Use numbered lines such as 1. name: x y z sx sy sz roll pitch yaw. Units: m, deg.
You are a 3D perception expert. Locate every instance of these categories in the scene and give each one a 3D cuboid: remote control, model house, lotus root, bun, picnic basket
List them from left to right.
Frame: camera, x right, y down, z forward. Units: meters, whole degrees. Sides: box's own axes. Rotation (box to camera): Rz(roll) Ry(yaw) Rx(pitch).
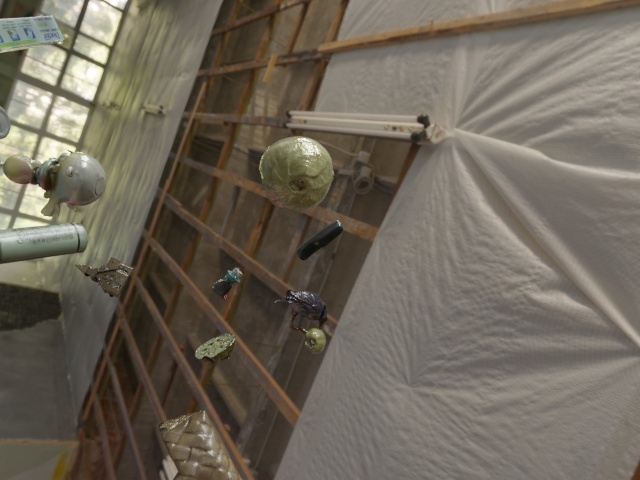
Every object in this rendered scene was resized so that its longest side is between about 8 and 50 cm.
1. model house: -1.091 0.157 2.251 0.180 0.248 0.176 -25 -140 63
2. picnic basket: -0.399 0.683 1.266 0.293 0.336 0.338 123 -27 -64
3. lotus root: -0.493 0.533 2.166 0.183 0.203 0.078 5 -59 54
4. bun: -0.111 -0.286 2.080 0.364 0.364 0.202 -53 -156 25
5. lotus root: -0.018 0.368 1.659 0.183 0.077 0.091 84 9 -78
6. remote control: 0.000 0.000 1.812 0.222 0.072 0.042 -37 -132 -3

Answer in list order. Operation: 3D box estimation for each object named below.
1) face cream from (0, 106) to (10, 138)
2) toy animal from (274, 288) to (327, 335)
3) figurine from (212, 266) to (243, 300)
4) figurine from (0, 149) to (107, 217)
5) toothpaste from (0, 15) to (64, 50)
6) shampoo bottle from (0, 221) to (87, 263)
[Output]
1. face cream: -1.057 -0.346 1.317 0.101 0.251 0.101 0 90 -87
2. toy animal: -0.069 0.296 1.905 0.122 0.298 0.186 4 -124 47
3. figurine: -0.280 0.131 1.375 0.106 0.060 0.047 -44 -158 7
4. figurine: -1.040 -0.229 1.726 0.227 0.393 0.275 103 0 -76
5. toothpaste: -0.894 -0.608 1.333 0.067 0.081 0.337 -12 -153 11
6. shampoo bottle: -0.735 0.008 1.136 0.085 0.262 0.085 6 -79 35
